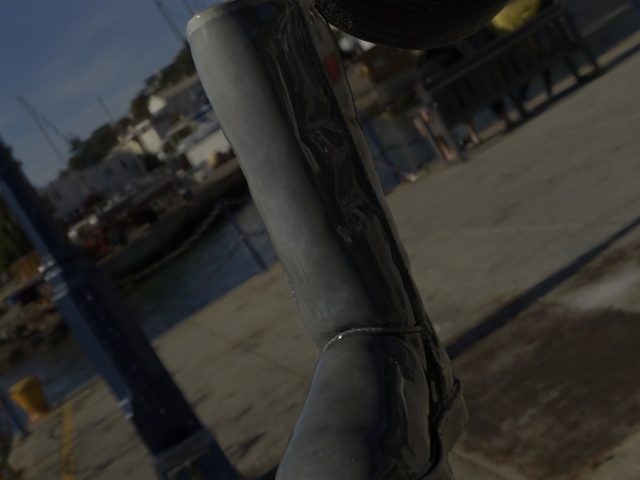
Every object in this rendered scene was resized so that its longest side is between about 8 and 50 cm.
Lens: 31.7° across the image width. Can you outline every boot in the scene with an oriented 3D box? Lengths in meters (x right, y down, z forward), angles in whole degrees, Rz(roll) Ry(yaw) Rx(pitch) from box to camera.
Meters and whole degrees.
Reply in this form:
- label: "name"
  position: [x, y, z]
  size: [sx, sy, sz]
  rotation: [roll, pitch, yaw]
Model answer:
- label: "boot"
  position: [-0.002, 0.001, 0.466]
  size: [0.076, 0.208, 0.189]
  rotation: [-14, 6, 12]

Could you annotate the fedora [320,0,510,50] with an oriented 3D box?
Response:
- label: "fedora"
  position: [0.054, -0.340, 1.054]
  size: [0.334, 0.334, 0.152]
  rotation: [-33, 26, -14]
